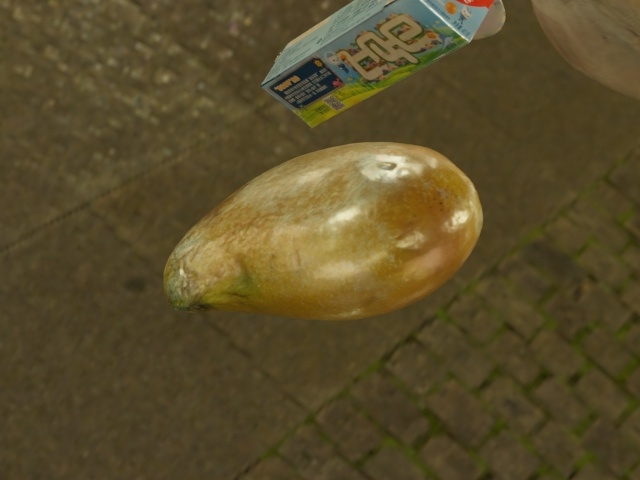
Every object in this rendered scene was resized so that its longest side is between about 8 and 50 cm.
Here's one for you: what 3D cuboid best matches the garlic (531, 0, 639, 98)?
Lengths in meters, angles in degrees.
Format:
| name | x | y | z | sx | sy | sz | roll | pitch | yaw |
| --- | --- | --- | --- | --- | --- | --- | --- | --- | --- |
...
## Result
| name | x | y | z | sx | sy | sz | roll | pitch | yaw |
| --- | --- | --- | --- | --- | --- | --- | --- | --- | --- |
| garlic | 0.302 | -0.236 | 1.202 | 0.246 | 0.231 | 0.340 | 43 | 78 | -9 |

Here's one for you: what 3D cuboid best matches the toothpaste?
| name | x | y | z | sx | sy | sz | roll | pitch | yaw |
| --- | --- | --- | --- | --- | --- | --- | --- | --- | --- |
| toothpaste | 0.040 | -0.119 | 1.084 | 0.070 | 0.193 | 0.044 | 39 | 62 | -16 |

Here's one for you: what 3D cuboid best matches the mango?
| name | x | y | z | sx | sy | sz | roll | pitch | yaw |
| --- | --- | --- | --- | --- | --- | --- | --- | --- | --- |
| mango | 0.000 | 0.000 | 1.633 | 0.193 | 0.316 | 0.146 | -86 | 155 | -52 |
